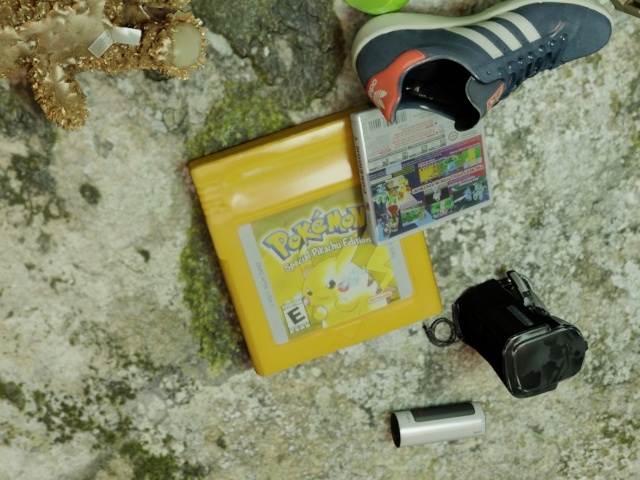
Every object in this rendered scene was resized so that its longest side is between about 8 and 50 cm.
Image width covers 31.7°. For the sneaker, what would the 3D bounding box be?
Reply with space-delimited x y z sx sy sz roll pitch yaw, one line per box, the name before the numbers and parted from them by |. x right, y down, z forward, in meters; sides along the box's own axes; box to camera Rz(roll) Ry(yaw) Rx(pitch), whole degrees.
sneaker | 0.221 -0.216 1.436 0.350 0.148 0.131 -11 146 -8

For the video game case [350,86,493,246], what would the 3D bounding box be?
video game case | 0.140 -0.108 1.509 0.201 0.023 0.183 -20 111 -27

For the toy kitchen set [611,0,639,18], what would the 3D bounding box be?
toy kitchen set | 0.417 -0.353 1.494 0.068 0.075 0.083 -41 119 2

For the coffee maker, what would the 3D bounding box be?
coffee maker | 0.263 0.144 1.590 0.171 0.178 0.120 -37 114 2

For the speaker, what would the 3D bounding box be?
speaker | 0.175 0.276 1.686 0.136 0.055 0.055 -5 112 -11

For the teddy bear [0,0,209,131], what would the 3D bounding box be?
teddy bear | -0.296 -0.263 1.346 0.338 0.113 0.245 -26 122 -11

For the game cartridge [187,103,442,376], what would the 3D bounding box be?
game cartridge | 0.000 0.000 1.539 0.285 0.053 0.324 -19 115 -6

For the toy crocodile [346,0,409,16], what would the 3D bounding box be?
toy crocodile | 0.140 -0.418 1.366 0.105 0.115 0.340 36 117 14
